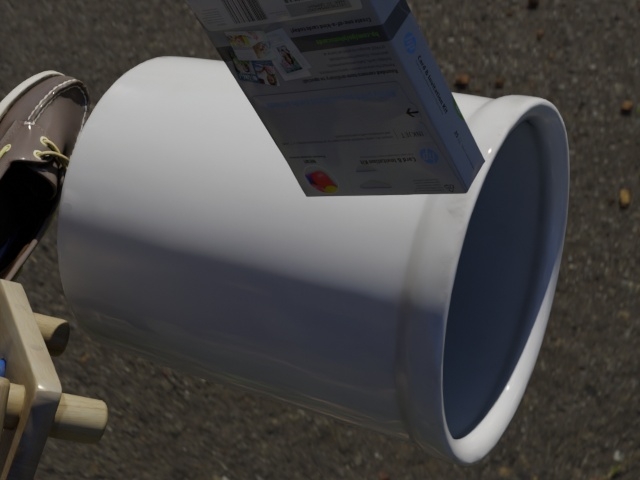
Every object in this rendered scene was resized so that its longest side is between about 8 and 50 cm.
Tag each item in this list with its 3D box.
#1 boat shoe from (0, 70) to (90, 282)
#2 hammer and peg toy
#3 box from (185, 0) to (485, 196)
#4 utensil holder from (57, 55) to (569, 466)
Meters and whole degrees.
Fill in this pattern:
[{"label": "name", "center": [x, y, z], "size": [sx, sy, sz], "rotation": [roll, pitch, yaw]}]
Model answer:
[{"label": "boat shoe", "center": [-0.332, -0.060, 1.322], "size": [0.097, 0.116, 0.324], "rotation": [3, 51, 32]}, {"label": "hammer and peg toy", "center": [-0.272, 0.200, 1.005], "size": [0.127, 0.361, 0.265], "rotation": [16, 101, -26]}, {"label": "box", "center": [0.011, -0.108, 0.806], "size": [0.145, 0.186, 0.038], "rotation": [0, 44, 40]}, {"label": "utensil holder", "center": [0.000, 0.000, 1.125], "size": [0.386, 0.327, 0.327], "rotation": [13, 68, 26]}]
